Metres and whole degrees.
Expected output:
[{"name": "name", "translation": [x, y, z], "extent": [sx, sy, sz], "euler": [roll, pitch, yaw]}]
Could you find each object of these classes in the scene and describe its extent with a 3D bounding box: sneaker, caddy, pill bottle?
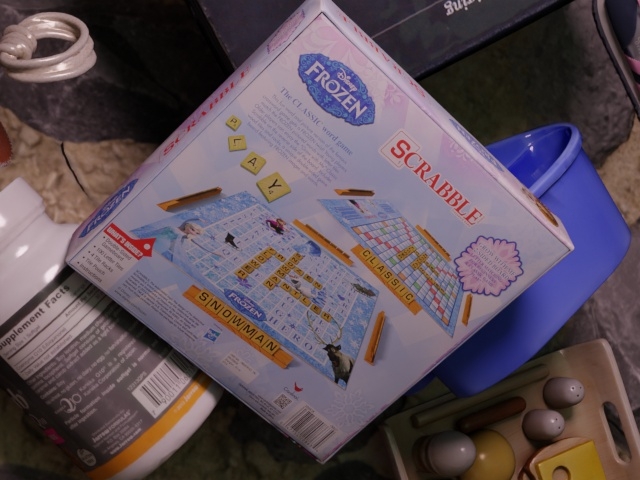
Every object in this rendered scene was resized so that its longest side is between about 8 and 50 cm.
[{"name": "sneaker", "translation": [0.448, -0.190, 1.655], "extent": [0.112, 0.131, 0.319], "euler": [-35, 96, -25]}, {"name": "caddy", "translation": [0.155, 0.008, 1.432], "extent": [0.341, 0.241, 0.179], "euler": [-43, 104, -25]}, {"name": "pill bottle", "translation": [-0.233, 0.086, 1.286], "extent": [0.278, 0.162, 0.162], "euler": [48, 66, -9]}]

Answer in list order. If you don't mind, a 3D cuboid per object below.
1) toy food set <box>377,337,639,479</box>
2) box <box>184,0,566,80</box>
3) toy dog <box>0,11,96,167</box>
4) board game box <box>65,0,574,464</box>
[{"name": "toy food set", "translation": [0.222, 0.256, 1.499], "extent": [0.306, 0.092, 0.220], "euler": [-17, 88, -25]}, {"name": "box", "translation": [0.050, -0.395, 1.338], "extent": [0.480, 0.297, 0.472], "euler": [-28, 92, -1]}, {"name": "toy dog", "translation": [-0.363, -0.088, 1.245], "extent": [0.220, 0.161, 0.334], "euler": [23, 44, 14]}, {"name": "board game box", "translation": [0.000, 0.000, 1.219], "extent": [0.318, 0.066, 0.318], "euler": [-42, 112, 16]}]
